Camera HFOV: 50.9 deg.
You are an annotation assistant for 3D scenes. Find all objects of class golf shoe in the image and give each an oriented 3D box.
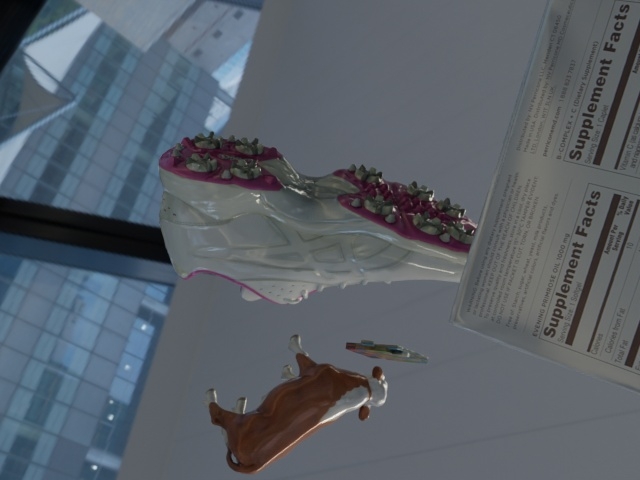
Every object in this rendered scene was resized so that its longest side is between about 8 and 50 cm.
[{"bbox_3d":[0.000,0.000,0.617,0.115,0.307,0.140,-71,176,-64],"label":"golf shoe"}]

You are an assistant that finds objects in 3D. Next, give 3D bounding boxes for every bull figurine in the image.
[{"bbox_3d":[-0.038,0.266,1.127,0.311,0.101,0.188,-26,-144,-28],"label":"bull figurine"}]

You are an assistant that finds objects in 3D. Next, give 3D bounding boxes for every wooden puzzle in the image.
[{"bbox_3d":[0.055,0.092,0.550,0.049,0.083,0.006,-4,-111,40],"label":"wooden puzzle"}]

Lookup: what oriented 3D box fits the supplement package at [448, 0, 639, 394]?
[{"bbox_3d":[0.219,-0.023,0.455,0.145,0.262,0.203,20,-82,28],"label":"supplement package"}]
